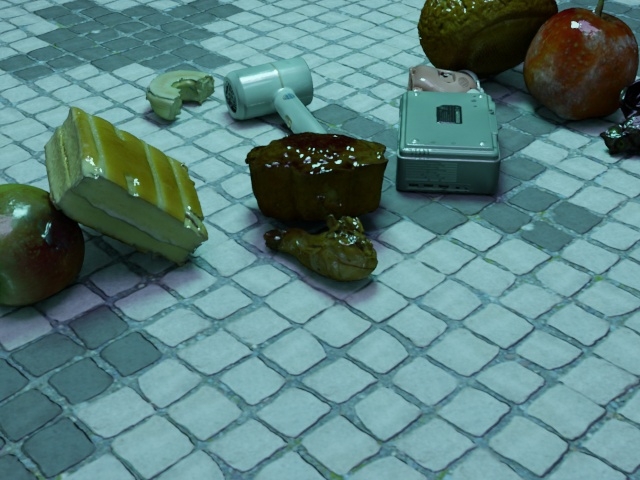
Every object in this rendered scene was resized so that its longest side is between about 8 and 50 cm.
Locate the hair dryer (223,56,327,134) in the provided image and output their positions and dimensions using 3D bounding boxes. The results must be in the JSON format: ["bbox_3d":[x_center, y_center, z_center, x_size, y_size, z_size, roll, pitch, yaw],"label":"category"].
[{"bbox_3d":[-0.056,-0.245,1.807,0.173,0.108,0.357,-18,43,-19],"label":"hair dryer"}]

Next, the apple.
[{"bbox_3d":[-0.466,0.001,1.380,0.207,0.174,0.188,29,44,13],"label":"apple"}]

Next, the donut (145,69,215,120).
[{"bbox_3d":[-0.311,-0.313,1.926,0.108,0.065,0.166,16,38,24],"label":"donut"}]

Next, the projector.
[{"bbox_3d":[0.242,-0.194,1.709,0.191,0.099,0.257,4,34,5],"label":"projector"}]

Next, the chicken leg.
[{"bbox_3d":[-0.001,0.003,1.432,0.207,0.101,0.085,14,5,36],"label":"chicken leg"}]

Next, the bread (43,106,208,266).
[{"bbox_3d":[-0.311,-0.084,1.452,0.239,0.111,0.246,28,19,-31],"label":"bread"}]

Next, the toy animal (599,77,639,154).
[{"bbox_3d":[0.642,-0.211,1.758,0.179,0.116,0.219,-25,63,10],"label":"toy animal"}]

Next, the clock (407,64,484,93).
[{"bbox_3d":[0.267,-0.315,1.899,0.162,0.093,0.166,3,33,-1],"label":"clock"}]

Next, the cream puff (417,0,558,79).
[{"bbox_3d":[0.355,-0.492,1.979,0.302,0.303,0.212,-14,71,-19],"label":"cream puff"}]

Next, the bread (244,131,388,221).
[{"bbox_3d":[-0.009,-0.112,1.527,0.246,0.135,0.232,0,16,1],"label":"bread"}]

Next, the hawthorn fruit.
[{"bbox_3d":[0.541,-0.367,1.858,0.231,0.263,0.235,-33,69,-8],"label":"hawthorn fruit"}]
